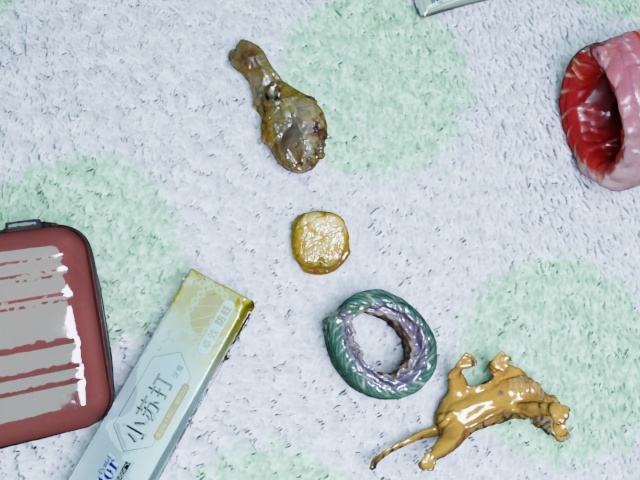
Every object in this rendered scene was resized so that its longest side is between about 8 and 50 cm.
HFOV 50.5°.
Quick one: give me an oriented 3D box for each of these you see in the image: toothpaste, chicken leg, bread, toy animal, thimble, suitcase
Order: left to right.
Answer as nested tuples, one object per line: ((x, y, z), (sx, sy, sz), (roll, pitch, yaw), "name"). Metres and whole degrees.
((-0.378, 0.110, 0.712), (0.297, 0.161, 0.236), (-9, 88, -18), "suitcase")
((-0.189, 0.190, 0.791), (0.089, 0.071, 0.313), (28, 79, 3), "toothpaste")
((-0.054, -0.177, 0.872), (0.085, 0.069, 0.198), (-35, 78, 13), "chicken leg")
((0.000, 0.000, 0.852), (0.081, 0.046, 0.083), (-36, 88, -5), "bread")
((0.072, 0.125, 0.817), (0.118, 0.090, 0.135), (-34, 83, -13), "thimble")
((0.173, 0.214, 0.821), (0.255, 0.116, 0.114), (-17, 59, -3), "toy animal")
((0.243, -0.359, 0.942), (0.239, 0.039, 0.062), (-13, 78, -6), "toothpaste")
((0.396, -0.163, 0.862), (0.124, 0.163, 0.190), (-12, 89, -9), "thimble")
